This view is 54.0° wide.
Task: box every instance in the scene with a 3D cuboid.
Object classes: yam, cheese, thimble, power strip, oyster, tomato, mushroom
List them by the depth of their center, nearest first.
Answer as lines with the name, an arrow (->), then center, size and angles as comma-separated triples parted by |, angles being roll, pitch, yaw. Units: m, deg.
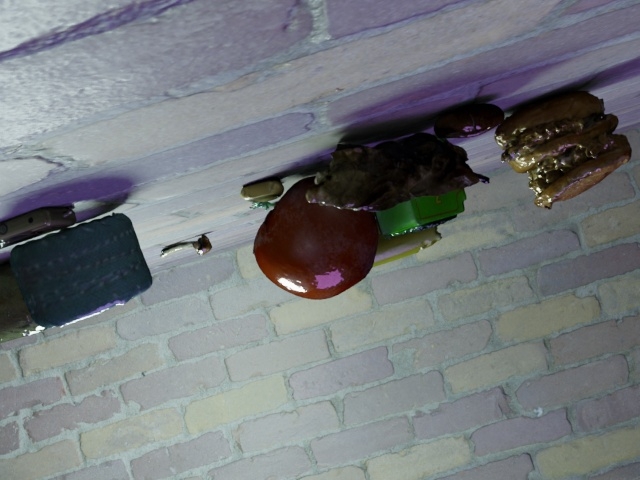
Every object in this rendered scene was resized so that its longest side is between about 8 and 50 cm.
power strip -> -0.440, -0.017, 0.934 | 0.168, 0.028, 0.076 | -17, 177, 14
thimble -> -0.400, 0.048, 1.034 | 0.235, 0.143, 0.198 | -14, -171, 34
oyster -> 0.110, -0.133, 1.089 | 0.360, 0.096, 0.221 | -14, -160, -26
mushroom -> 0.258, -0.208, 1.096 | 0.123, 0.052, 0.123 | -10, 179, 0
cheese -> -0.111, -0.099, 1.311 | 0.086, 0.036, 0.162 | -16, 178, 6
tomato -> 0.000, 0.000, 1.321 | 0.264, 0.265, 0.265 | -17, 178, 0
yam -> -0.705, 0.144, 1.340 | 0.304, 0.168, 0.168 | -16, 178, 8
mushroom -> -0.432, 0.024, 2.014 | 0.186, 0.060, 0.061 | -9, -164, 19

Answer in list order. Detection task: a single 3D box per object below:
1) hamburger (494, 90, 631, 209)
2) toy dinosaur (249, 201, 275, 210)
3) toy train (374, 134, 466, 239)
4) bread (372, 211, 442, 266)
hamburger -> 0.499, -0.192, 1.303 | 0.260, 0.211, 0.245 | -22, 172, -11
toy dinosaur -> -0.138, -0.093, 1.565 | 0.083, 0.021, 0.062 | -15, 165, -10
toy train -> 0.204, -0.115, 1.331 | 0.132, 0.188, 0.243 | -17, 180, 45
bread -> 0.084, -0.050, 1.567 | 0.376, 0.251, 0.208 | -19, -165, -10
